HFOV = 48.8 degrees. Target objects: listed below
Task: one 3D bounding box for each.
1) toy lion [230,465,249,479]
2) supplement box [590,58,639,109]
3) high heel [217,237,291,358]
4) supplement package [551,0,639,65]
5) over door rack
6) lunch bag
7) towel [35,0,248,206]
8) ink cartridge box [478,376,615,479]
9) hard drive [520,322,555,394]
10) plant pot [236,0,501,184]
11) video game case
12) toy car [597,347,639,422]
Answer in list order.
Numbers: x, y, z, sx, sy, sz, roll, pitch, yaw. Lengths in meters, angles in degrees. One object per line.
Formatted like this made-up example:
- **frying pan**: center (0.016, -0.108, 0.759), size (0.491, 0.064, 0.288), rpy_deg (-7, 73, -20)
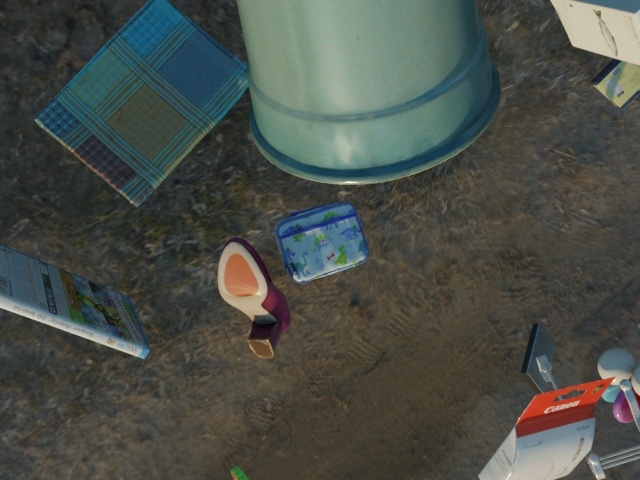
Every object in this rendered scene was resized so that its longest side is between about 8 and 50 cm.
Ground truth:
- **toy lion**: center (-0.113, 0.402, 1.115), size (0.034, 0.100, 0.096), rpy_deg (-31, 81, -21)
- **supplement box**: center (0.625, -0.331, 1.465), size (0.083, 0.056, 0.083), rpy_deg (42, 109, -2)
- **high heel**: center (-0.153, 0.102, 1.714), size (0.127, 0.181, 0.377), rpy_deg (4, 132, 12)
- **supplement package**: center (0.432, -0.329, 0.995), size (0.105, 0.179, 0.105), rpy_deg (-42, 124, 1)
- **over door rack**: center (0.563, 0.276, 1.328), size (0.240, 0.324, 0.108), rpy_deg (-20, 116, 8)
- **lunch bag**: center (0.000, 0.000, 1.785), size (0.219, 0.090, 0.176), rpy_deg (-16, 97, -6)
- **towel**: center (-0.345, -0.288, 1.417), size (0.271, 0.040, 0.370), rpy_deg (40, 79, -3)
- **ink cartridge box**: center (0.393, 0.336, 1.192), size (0.189, 0.066, 0.232), rpy_deg (-5, 138, -28)
- **hard drive**: center (0.501, 0.272, 1.623), size (0.022, 0.135, 0.094), rpy_deg (-8, 135, 42)
- **plant pot**: center (0.038, -0.304, 0.836), size (0.341, 0.341, 0.334), rpy_deg (-5, 137, 10)
- **video game case**: center (-0.262, 0.061, 0.728), size (0.166, 0.119, 0.015), rpy_deg (29, 98, -33)
- **toy car**: center (0.640, 0.306, 1.407), size (0.159, 0.182, 0.136), rpy_deg (25, 88, -31)
